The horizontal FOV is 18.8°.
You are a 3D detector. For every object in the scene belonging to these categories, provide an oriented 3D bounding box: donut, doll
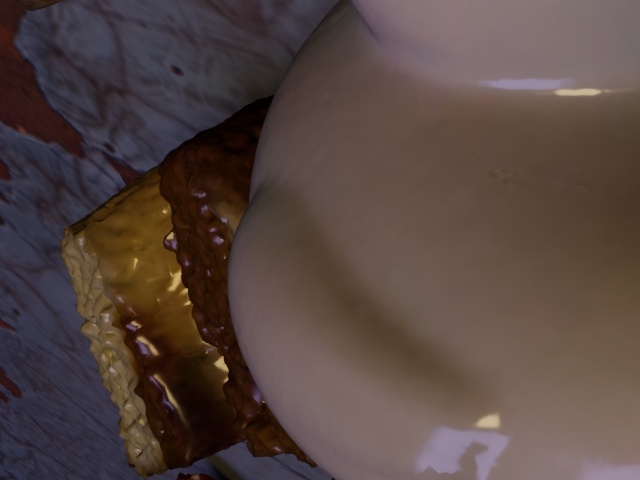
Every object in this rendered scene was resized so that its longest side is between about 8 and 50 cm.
[{"bbox_3d":[0.000,0.000,0.661,0.112,0.151,0.295,57,162,-6],"label":"donut"},{"bbox_3d":[0.077,-0.043,0.433,0.221,0.221,0.251,71,175,-47],"label":"doll"}]

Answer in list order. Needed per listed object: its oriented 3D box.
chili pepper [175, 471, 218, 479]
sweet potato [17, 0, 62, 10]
[{"bbox_3d":[-0.038,0.199,1.130,0.088,0.065,0.169,-1,128,54],"label":"chili pepper"},{"bbox_3d":[-0.141,-0.213,0.538,0.336,0.131,0.131,48,154,-17],"label":"sweet potato"}]
